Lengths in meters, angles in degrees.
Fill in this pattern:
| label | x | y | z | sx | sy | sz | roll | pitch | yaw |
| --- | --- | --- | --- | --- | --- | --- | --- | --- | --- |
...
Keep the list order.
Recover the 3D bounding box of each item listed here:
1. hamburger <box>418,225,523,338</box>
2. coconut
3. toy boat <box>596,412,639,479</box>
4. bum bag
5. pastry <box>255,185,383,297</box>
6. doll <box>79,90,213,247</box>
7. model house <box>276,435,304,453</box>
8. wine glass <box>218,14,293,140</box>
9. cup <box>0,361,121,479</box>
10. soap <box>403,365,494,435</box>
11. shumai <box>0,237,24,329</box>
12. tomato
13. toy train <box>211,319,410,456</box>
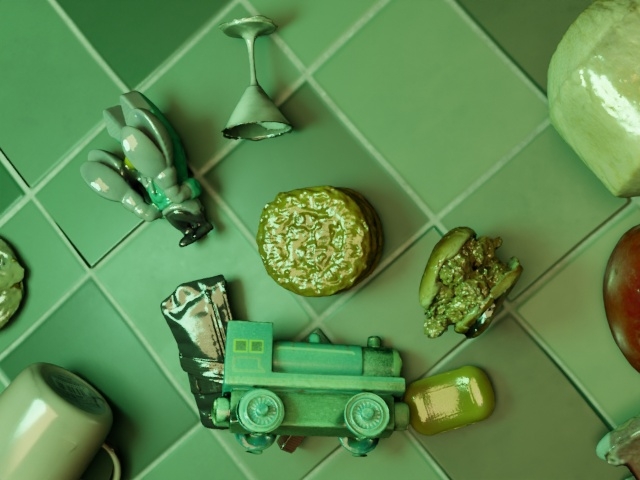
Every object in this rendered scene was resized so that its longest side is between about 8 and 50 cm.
| label | x | y | z | sx | sy | sz | roll | pitch | yaw |
| --- | --- | --- | --- | --- | --- | --- | --- | --- | --- |
| hamburger | 0.208 | 0.070 | 1.485 | 0.131 | 0.159 | 0.185 | 34 | 76 | 9 |
| coconut | 0.479 | -0.193 | 1.370 | 0.329 | 0.329 | 0.328 | -1 | 88 | 14 |
| toy boat | 0.520 | 0.291 | 1.434 | 0.227 | 0.085 | 0.155 | -26 | 106 | 22 |
| bum bag | -0.172 | 0.184 | 1.623 | 0.123 | 0.060 | 0.248 | -18 | 86 | 12 |
| pastry | 0.000 | 0.000 | 1.565 | 0.189 | 0.103 | 0.188 | -1 | 88 | 14 |
| doll | -0.272 | -0.120 | 1.608 | 0.258 | 0.153 | 0.195 | 39 | 125 | 16 |
| model house | -0.041 | 0.288 | 1.587 | 0.057 | 0.058 | 0.083 | 37 | 97 | 12 |
| wine glass | -0.108 | -0.260 | 1.597 | 0.122 | 0.122 | 0.182 | -6 | 85 | 13 |
| cup | -0.433 | 0.338 | 1.632 | 0.253 | 0.191 | 0.200 | 36 | 94 | -17 |
| soap | 0.198 | 0.247 | 1.537 | 0.140 | 0.045 | 0.088 | -19 | 86 | 11 |
| shumai | -0.614 | 0.069 | 1.706 | 0.201 | 0.120 | 0.201 | -1 | 85 | 14 |
| tomato | 0.571 | 0.078 | 1.388 | 0.335 | 0.176 | 0.289 | -17 | 87 | 11 |
| toy train | -0.014 | 0.221 | 1.522 | 0.298 | 0.120 | 0.194 | 4 | 62 | -6 |
